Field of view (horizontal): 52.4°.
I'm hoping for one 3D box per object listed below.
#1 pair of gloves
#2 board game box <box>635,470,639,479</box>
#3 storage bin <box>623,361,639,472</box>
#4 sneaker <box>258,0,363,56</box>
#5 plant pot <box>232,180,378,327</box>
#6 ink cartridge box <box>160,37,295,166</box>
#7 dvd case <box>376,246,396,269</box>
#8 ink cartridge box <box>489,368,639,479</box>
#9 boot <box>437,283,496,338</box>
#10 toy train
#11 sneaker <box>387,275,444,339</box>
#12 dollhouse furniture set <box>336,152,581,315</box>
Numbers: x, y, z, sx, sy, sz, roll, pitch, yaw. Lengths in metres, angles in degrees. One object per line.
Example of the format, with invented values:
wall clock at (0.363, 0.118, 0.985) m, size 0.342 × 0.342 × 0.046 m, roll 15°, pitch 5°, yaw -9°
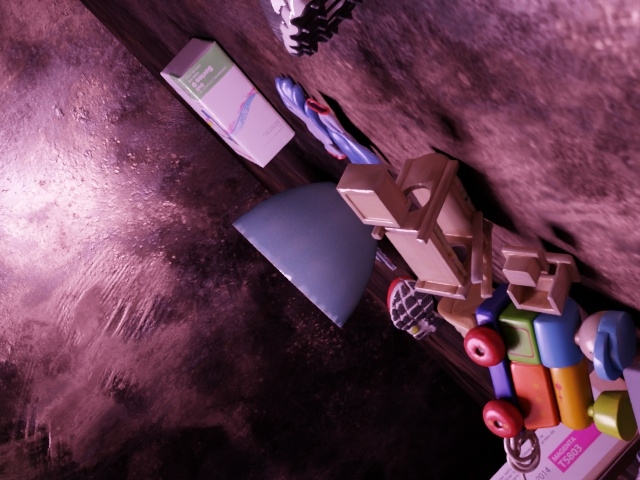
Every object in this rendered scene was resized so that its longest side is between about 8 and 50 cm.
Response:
pair of gloves at (0.016, -0.145, 0.865) m, size 0.159 × 0.023 × 0.198 m, roll 45°, pitch 177°, yaw -41°
board game box at (0.376, 0.266, 0.542) m, size 0.042 × 0.165 × 0.243 m, roll 10°, pitch -168°, yaw -26°
storage bin at (0.305, 0.138, 0.507) m, size 0.135 × 0.098 × 0.091 m, roll 122°, pitch 130°, yaw -86°
sneaker at (-0.022, -0.195, 0.368) m, size 0.106 × 0.078 × 0.234 m, roll 46°, pitch 173°, yaw 9°
plant pot at (0.000, 0.000, 1.270) m, size 0.290 × 0.195 × 0.290 m, roll 44°, pitch 177°, yaw 3°
ink cartridge box at (-0.162, -0.241, 1.139) m, size 0.212 × 0.093 × 0.154 m, roll 44°, pitch 176°, yaw -31°
dvd case at (0.124, 0.018, 1.542) m, size 0.119 × 0.013 × 0.087 m, roll 47°, pitch 175°, yaw -29°
ink cartridge box at (0.314, 0.287, 0.822) m, size 0.088 × 0.234 × 0.193 m, roll 44°, pitch 176°, yaw 35°
boot at (0.283, 0.164, 0.875) m, size 0.203 × 0.095 × 0.262 m, roll 45°, pitch 177°, yaw -18°
toy train at (0.248, 0.168, 0.650) m, size 0.143 × 0.105 × 0.248 m, roll 3°, pitch 117°, yaw 47°
sneaker at (0.200, 0.147, 1.525) m, size 0.118 × 0.107 × 0.279 m, roll 52°, pitch 179°, yaw 34°
dollhouse furniture set at (0.139, -0.029, 0.591) m, size 0.160 × 0.101 × 0.182 m, roll 7°, pitch 152°, yaw 39°
